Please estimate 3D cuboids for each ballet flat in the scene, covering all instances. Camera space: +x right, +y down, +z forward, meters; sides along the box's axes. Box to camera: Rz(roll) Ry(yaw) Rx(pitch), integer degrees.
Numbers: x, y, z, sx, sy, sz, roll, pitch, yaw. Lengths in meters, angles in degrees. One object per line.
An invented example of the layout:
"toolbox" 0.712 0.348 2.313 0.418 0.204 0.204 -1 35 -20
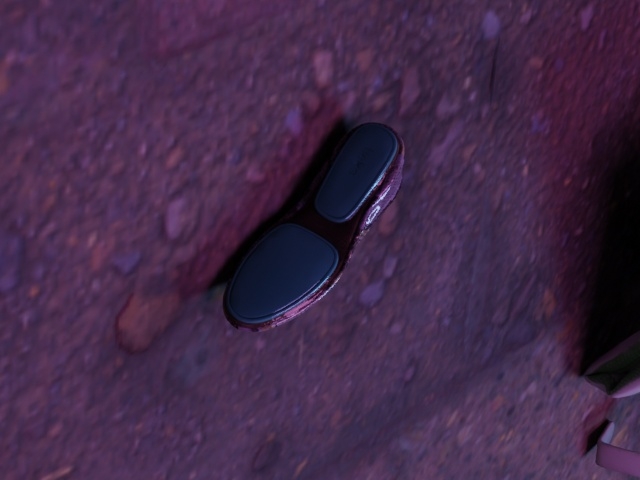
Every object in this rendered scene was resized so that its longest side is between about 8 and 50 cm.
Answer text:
"ballet flat" 0.000 0.000 0.736 0.114 0.041 0.041 -52 145 -17

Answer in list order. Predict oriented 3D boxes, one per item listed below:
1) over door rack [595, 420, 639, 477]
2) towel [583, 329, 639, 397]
"over door rack" 0.323 0.170 1.240 0.324 0.108 0.240 -35 136 -37
"towel" 0.342 0.007 1.049 0.324 0.038 0.248 -18 163 -33
